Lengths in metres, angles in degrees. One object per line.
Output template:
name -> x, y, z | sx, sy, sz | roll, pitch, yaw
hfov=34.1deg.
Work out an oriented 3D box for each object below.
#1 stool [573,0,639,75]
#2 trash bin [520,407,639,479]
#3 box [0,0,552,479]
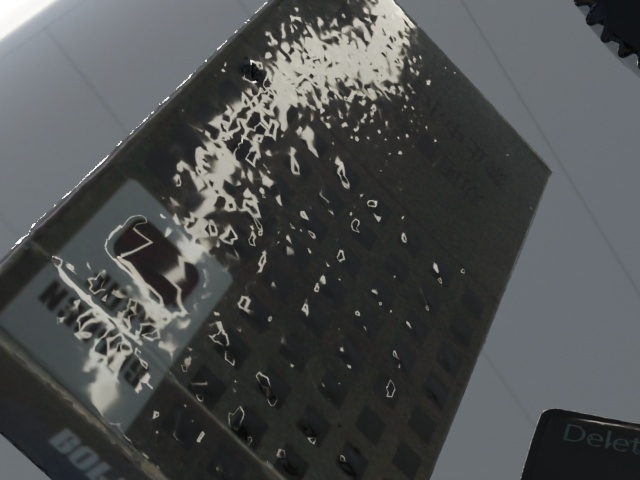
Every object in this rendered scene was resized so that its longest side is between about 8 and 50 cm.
stool -> 0.426, -0.304, 1.150 | 0.297, 0.330, 0.297 | 1, -88, 18
trash bin -> 0.262, 0.273, 0.894 | 0.165, 0.115, 0.225 | 6, -54, 21
box -> -0.001, -0.001, 0.459 | 0.180, 0.325, 0.047 | 45, -49, -11
